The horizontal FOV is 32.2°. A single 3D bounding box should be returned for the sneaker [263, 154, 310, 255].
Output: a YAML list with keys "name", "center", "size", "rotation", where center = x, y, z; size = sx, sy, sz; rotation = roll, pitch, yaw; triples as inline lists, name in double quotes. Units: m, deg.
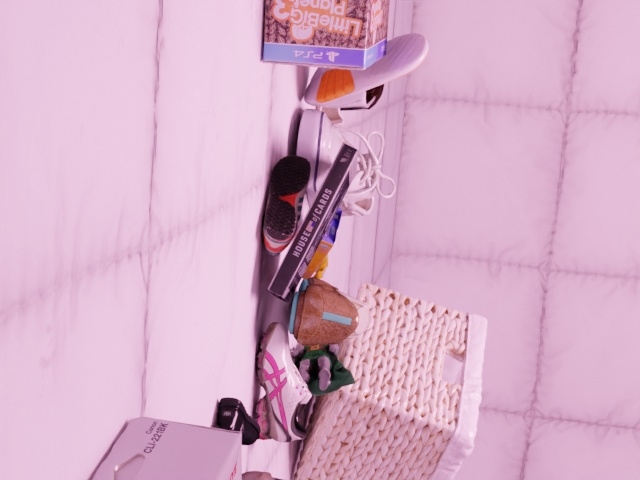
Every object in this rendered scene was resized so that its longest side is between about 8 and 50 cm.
- name: "sneaker"
  center: [-0.055, -0.050, 1.627]
  size: [0.075, 0.057, 0.161]
  rotation: [110, -7, -55]

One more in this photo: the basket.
- name: "basket"
  center: [0.136, 0.312, 2.105]
  size: [0.328, 0.267, 0.331]
  rotation: [-73, -176, -50]

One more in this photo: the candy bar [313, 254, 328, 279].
- name: "candy bar"
  center: [0.000, 0.018, 1.972]
  size: [0.161, 0.018, 0.040]
  rotation: [-92, -154, -61]

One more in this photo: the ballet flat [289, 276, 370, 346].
- name: "ballet flat"
  center: [0.016, 0.118, 1.763]
  size: [0.342, 0.124, 0.116]
  rotation: [107, -7, -86]

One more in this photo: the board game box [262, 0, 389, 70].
- name: "board game box"
  center: [0.018, -0.395, 1.537]
  size: [0.232, 0.141, 0.290]
  rotation: [-55, 149, -72]

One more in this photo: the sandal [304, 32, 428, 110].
- name: "sandal"
  center: [0.079, -0.247, 1.735]
  size: [0.076, 0.265, 0.102]
  rotation: [39, 61, -32]

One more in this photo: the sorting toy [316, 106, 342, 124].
- name: "sorting toy"
  center: [0.033, -0.314, 2.006]
  size: [0.193, 0.038, 0.208]
  rotation: [-37, 133, -77]

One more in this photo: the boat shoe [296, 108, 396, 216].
- name: "boat shoe"
  center: [0.051, -0.114, 1.878]
  size: [0.367, 0.157, 0.135]
  rotation: [71, 27, -70]

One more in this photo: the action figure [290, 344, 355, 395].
- name: "action figure"
  center: [-0.008, 0.210, 1.926]
  size: [0.232, 0.137, 0.063]
  rotation: [-82, 164, -77]

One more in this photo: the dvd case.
- name: "dvd case"
  center: [-0.009, -0.021, 1.661]
  size: [0.238, 0.030, 0.179]
  rotation: [-63, 176, -5]

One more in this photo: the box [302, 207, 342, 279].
- name: "box"
  center: [0.000, 0.000, 1.887]
  size: [0.136, 0.028, 0.081]
  rotation: [122, -14, -50]

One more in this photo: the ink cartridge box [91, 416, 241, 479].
- name: "ink cartridge box"
  center: [-0.151, 0.334, 1.049]
  size: [0.197, 0.114, 0.272]
  rotation: [-62, 156, -65]

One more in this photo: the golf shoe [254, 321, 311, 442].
- name: "golf shoe"
  center: [-0.053, 0.214, 1.678]
  size: [0.067, 0.086, 0.186]
  rotation: [-45, 137, -74]

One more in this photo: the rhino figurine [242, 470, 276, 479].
- name: "rhino figurine"
  center: [-0.122, 0.378, 1.360]
  size: [0.243, 0.073, 0.106]
  rotation: [-49, 163, -46]

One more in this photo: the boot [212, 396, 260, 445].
- name: "boot"
  center: [-0.116, 0.272, 1.452]
  size: [0.121, 0.045, 0.099]
  rotation: [70, 24, -54]

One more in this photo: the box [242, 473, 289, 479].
- name: "box"
  center: [-0.112, 0.567, 1.511]
  size: [0.318, 0.097, 0.394]
  rotation: [90, 10, -49]
